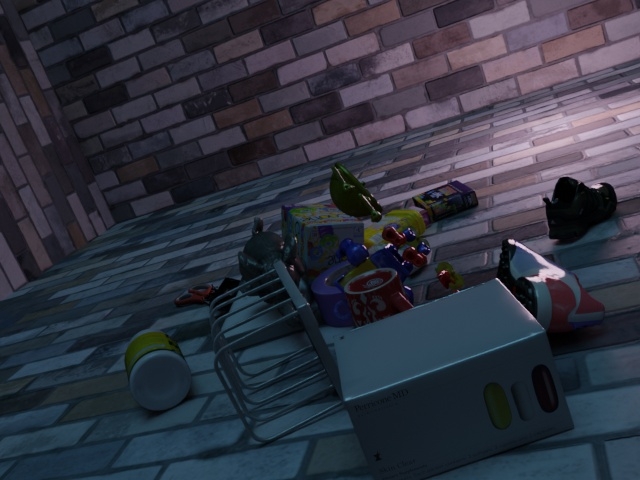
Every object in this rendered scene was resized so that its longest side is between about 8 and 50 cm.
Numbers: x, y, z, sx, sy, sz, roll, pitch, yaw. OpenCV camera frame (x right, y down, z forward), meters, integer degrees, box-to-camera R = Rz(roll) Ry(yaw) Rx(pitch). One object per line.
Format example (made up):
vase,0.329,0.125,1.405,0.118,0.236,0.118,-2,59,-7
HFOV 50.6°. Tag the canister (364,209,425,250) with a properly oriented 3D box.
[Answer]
canister,0.165,-0.010,1.720,0.170,0.073,0.126,-32,19,-31

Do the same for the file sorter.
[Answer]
file sorter,-0.084,0.185,1.171,0.173,0.193,0.278,-26,16,-5

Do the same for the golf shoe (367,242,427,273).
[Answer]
golf shoe,0.154,0.051,1.550,0.176,0.069,0.086,-8,26,42

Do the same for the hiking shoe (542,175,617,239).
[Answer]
hiking shoe,0.548,-0.091,1.420,0.227,0.114,0.086,-33,20,-36

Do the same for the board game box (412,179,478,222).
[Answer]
board game box,0.343,-0.111,1.877,0.141,0.048,0.170,-22,16,0

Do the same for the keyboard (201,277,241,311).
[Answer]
keyboard,-0.251,0.149,1.787,0.100,0.038,0.192,14,18,2

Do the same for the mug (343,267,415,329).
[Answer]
mug,0.124,0.135,1.101,0.150,0.169,0.113,-13,17,27

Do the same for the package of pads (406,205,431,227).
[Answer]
package of pads,0.261,-0.062,1.812,0.032,0.050,0.083,-24,15,-11

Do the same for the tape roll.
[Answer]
tape roll,0.080,0.103,1.437,0.189,0.080,0.189,-19,16,6

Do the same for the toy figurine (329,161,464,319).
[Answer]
toy figurine,0.082,0.054,1.249,0.217,0.362,0.191,-46,-3,15

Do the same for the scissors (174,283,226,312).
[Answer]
scissors,-0.302,0.156,1.856,0.109,0.021,0.297,-30,18,-35

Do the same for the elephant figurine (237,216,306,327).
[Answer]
elephant figurine,-0.093,0.063,1.433,0.169,0.186,0.239,-60,8,-4

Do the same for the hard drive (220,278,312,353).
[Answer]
hard drive,-0.121,0.156,1.586,0.203,0.040,0.307,-18,16,8

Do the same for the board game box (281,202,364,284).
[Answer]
board game box,0.000,0.000,1.680,0.144,0.142,0.275,-4,14,-15

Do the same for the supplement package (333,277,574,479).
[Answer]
supplement package,0.167,0.186,0.922,0.262,0.145,0.204,-21,15,3

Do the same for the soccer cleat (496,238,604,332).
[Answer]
soccer cleat,0.375,0.076,1.150,0.116,0.109,0.318,3,15,3

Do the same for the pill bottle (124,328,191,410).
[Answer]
pill bottle,-0.338,0.255,1.384,0.119,0.119,0.208,-25,17,-15
